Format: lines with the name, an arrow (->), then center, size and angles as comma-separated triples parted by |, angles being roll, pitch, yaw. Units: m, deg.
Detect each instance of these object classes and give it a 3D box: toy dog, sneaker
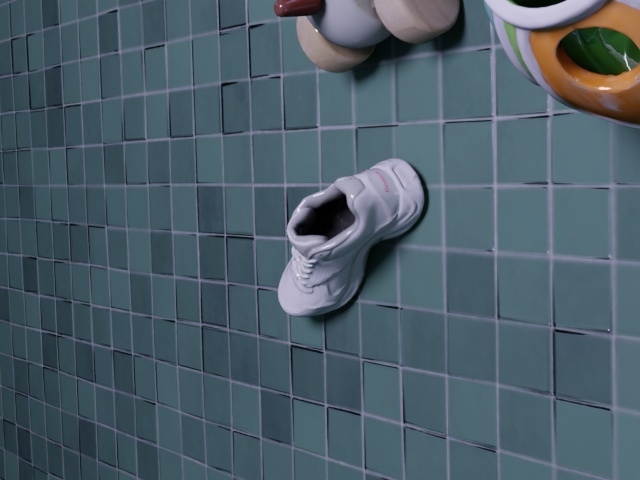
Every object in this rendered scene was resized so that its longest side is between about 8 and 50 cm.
toy dog -> 0.001, -0.316, 0.950 | 0.220, 0.161, 0.333 | -45, 61, 42
sneaker -> 0.000, 0.000, 1.020 | 0.232, 0.115, 0.090 | -54, 55, 38

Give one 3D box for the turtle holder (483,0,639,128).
turtle holder -> 0.219, -0.235, 0.648 | 0.243, 0.227, 0.320 | 28, 115, 46
